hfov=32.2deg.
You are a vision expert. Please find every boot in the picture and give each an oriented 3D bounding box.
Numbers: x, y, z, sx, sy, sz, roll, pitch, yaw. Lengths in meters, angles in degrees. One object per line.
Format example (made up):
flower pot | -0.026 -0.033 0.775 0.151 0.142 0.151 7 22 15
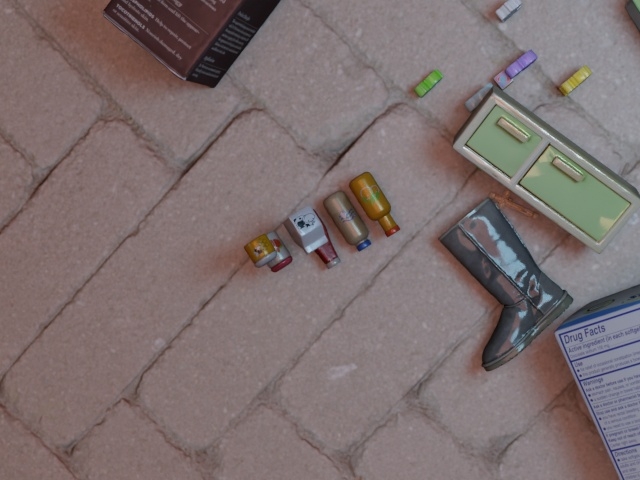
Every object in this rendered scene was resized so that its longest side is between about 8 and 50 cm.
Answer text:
boot | 0.256 0.068 1.692 0.189 0.076 0.208 -44 93 -5

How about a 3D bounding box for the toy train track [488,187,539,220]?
toy train track | 0.297 -0.053 1.708 0.083 0.014 0.048 26 98 7

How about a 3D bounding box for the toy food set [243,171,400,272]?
toy food set | 0.000 0.000 1.705 0.232 0.111 0.104 -32 88 -21

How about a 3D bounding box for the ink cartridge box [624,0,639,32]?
ink cartridge box | 0.576 -0.339 1.604 0.212 0.093 0.154 -31 87 8

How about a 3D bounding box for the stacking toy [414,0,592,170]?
stacking toy | 0.273 -0.240 1.682 0.221 0.052 0.167 -41 86 10

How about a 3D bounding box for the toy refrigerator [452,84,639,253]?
toy refrigerator | 0.332 -0.105 1.634 0.269 0.094 0.102 36 108 -2

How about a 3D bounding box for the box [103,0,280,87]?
box | -0.187 -0.364 1.694 0.167 0.168 0.203 39 99 6

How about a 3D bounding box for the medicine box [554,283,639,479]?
medicine box | 0.522 0.199 1.567 0.263 0.149 0.289 -25 89 38
